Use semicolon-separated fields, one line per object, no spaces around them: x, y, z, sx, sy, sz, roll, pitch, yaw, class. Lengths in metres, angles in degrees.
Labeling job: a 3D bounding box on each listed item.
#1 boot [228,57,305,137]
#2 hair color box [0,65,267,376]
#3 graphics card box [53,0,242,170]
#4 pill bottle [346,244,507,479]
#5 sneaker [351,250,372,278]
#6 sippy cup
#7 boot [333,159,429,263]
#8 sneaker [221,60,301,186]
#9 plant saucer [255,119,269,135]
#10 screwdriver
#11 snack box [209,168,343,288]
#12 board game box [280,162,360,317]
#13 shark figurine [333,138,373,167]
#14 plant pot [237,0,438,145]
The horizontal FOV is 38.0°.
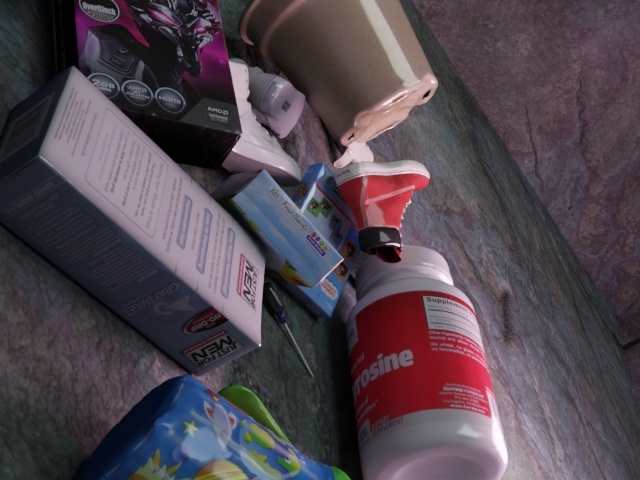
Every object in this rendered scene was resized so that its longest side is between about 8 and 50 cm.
-0.109;-0.269;1.705;0.123;0.095;0.258;32;-4;9;boot
-0.226;-0.015;1.155;0.374;0.114;0.185;45;29;-32;hair color box
-0.254;-0.284;1.321;0.233;0.094;0.370;10;53;-31;graphics card box
0.162;0.213;1.553;0.229;0.229;0.407;41;30;-39;pill bottle
0.108;0.026;1.777;0.321;0.126;0.127;48;32;-25;sneaker
-0.120;0.267;0.952;0.224;0.240;0.305;45;-12;-11;sippy cup
0.130;-0.048;1.634;0.244;0.088;0.176;-10;78;-52;boot
-0.122;-0.200;1.527;0.292;0.108;0.169;27;63;-52;sneaker
-0.114;-0.166;1.665;0.119;0.021;0.119;46;27;-32;plant saucer
-0.050;0.142;1.460;0.169;0.024;0.025;63;-6;-3;screwdriver
-0.075;-0.017;1.367;0.174;0.070;0.207;49;-14;-14;snack box
0.000;0.000;1.579;0.160;0.039;0.211;45;56;-33;board game box
0.058;-0.273;2.006;0.116;0.278;0.166;32;43;31;shark figurine
0.060;-0.368;1.808;0.305;0.334;0.334;58;23;8;plant pot
